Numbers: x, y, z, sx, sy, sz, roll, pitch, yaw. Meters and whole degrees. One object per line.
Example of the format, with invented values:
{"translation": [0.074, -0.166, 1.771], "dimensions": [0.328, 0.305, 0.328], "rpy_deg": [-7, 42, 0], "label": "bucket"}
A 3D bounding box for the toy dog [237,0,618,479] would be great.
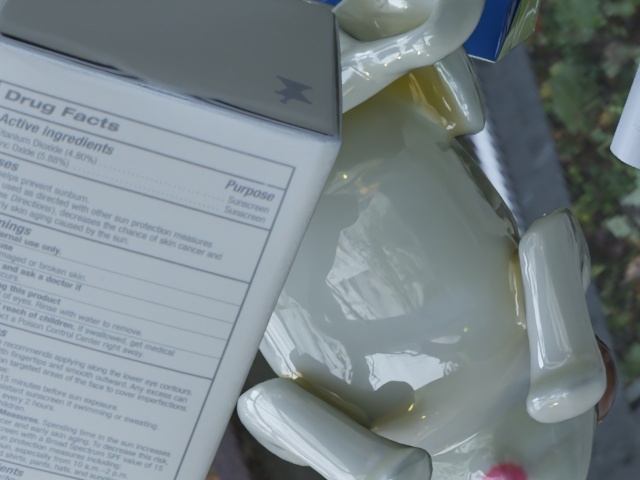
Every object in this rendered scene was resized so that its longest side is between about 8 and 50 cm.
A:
{"translation": [0.041, 0.051, 1.085], "dimensions": [0.408, 0.284, 0.395], "rpy_deg": [57, 171, -20], "label": "toy dog"}

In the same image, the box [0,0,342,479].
{"translation": [-0.106, 0.035, 0.685], "dimensions": [0.148, 0.121, 0.311], "rpy_deg": [18, 121, -10], "label": "box"}

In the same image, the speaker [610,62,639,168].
{"translation": [0.274, -0.123, 1.223], "dimensions": [0.055, 0.055, 0.136], "rpy_deg": [36, 125, 36], "label": "speaker"}

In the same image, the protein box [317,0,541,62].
{"translation": [0.085, -0.274, 1.266], "dimensions": [0.201, 0.136, 0.200], "rpy_deg": [17, 112, 15], "label": "protein box"}
